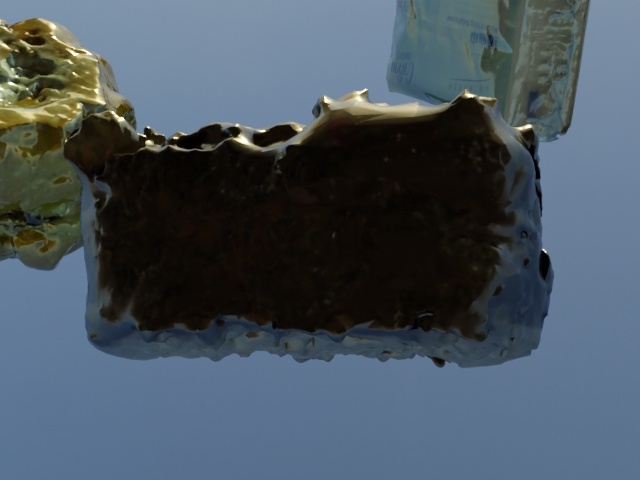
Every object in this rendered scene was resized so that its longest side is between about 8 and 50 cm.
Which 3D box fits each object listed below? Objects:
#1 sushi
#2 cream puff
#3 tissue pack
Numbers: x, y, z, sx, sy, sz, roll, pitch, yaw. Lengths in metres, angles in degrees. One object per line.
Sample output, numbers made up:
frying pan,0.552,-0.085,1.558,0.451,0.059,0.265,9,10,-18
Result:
sushi,0.000,0.000,0.488,0.213,0.147,0.114,-4,-104,26
cream puff,-0.243,-0.072,0.842,0.195,0.194,0.221,-32,-124,-1
tissue pack,0.155,-0.210,1.059,0.089,0.177,0.263,0,-162,-20
